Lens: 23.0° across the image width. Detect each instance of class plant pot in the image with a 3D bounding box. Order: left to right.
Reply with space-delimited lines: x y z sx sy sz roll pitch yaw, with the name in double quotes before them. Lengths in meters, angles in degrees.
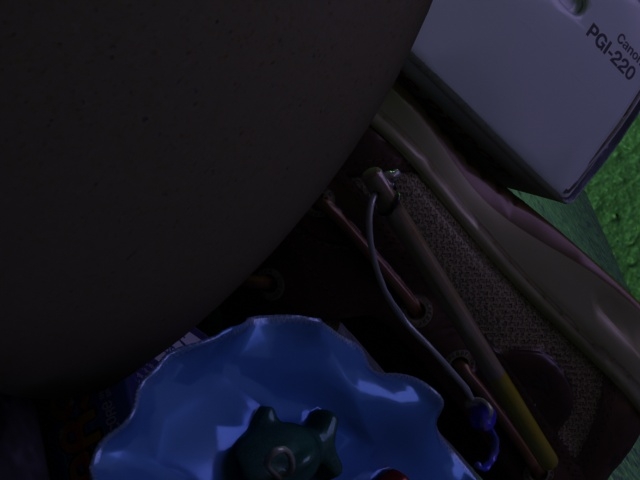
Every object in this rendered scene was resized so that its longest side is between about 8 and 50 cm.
"plant pot" -0.063 -0.121 0.467 0.284 0.191 0.284 49 20 -25

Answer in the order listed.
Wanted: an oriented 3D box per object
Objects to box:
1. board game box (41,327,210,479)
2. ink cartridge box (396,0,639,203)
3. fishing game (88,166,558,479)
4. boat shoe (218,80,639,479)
"board game box" -0.032 0.105 0.588 0.201 0.035 0.136 43 26 -56
"ink cartridge box" 0.028 -0.110 0.714 0.158 0.092 0.218 40 -11 -30
"fishing game" 0.002 0.115 0.453 0.264 0.041 0.189 -49 118 -40
"boat shoe" 0.000 0.000 0.679 0.342 0.123 0.123 40 -9 -11
